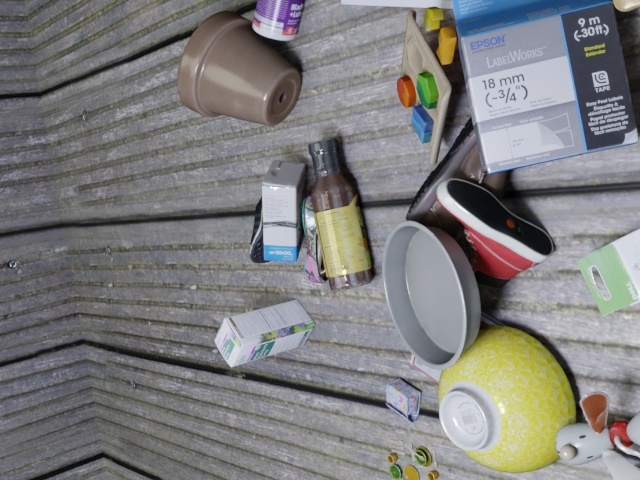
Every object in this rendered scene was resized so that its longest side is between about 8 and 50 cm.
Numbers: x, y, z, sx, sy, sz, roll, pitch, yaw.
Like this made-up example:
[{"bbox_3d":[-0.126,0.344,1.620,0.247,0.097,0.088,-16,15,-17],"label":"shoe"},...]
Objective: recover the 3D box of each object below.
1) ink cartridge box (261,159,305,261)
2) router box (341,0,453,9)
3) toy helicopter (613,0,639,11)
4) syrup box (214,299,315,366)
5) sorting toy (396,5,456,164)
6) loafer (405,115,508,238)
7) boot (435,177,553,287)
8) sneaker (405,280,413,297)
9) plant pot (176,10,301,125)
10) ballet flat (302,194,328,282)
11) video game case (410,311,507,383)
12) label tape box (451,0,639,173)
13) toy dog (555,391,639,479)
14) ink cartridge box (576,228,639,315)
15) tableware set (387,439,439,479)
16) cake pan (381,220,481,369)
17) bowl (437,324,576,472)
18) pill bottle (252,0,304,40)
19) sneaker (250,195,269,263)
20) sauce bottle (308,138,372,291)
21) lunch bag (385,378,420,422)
[{"bbox_3d":[-0.087,-0.072,1.893,0.085,0.148,0.203,5,120,6],"label":"ink cartridge box"},{"bbox_3d":[0.184,-0.610,1.469,0.301,0.082,0.336,16,113,37],"label":"router box"},{"bbox_3d":[0.548,-0.362,1.135,0.235,0.140,0.355,-12,102,42],"label":"toy helicopter"},{"bbox_3d":[-0.141,0.234,2.000,0.096,0.236,0.093,51,133,28],"label":"syrup box"},{"bbox_3d":[0.190,-0.315,1.468,0.307,0.041,0.229,89,167,-59],"label":"sorting toy"},{"bbox_3d":[0.303,-0.143,1.483,0.130,0.134,0.366,32,132,-3],"label":"loafer"},{"bbox_3d":[0.284,-0.003,1.469,0.244,0.088,0.176,33,140,-11],"label":"boot"},{"bbox_3d":[0.246,0.072,1.628,0.073,0.063,0.162,44,122,26],"label":"sneaker"},{"bbox_3d":[-0.179,-0.388,1.899,0.229,0.263,0.263,32,124,21],"label":"plant pot"},{"bbox_3d":[0.000,0.000,1.906,0.079,0.077,0.222,11,109,30],"label":"ballet flat"},{"bbox_3d":[0.312,0.240,1.628,0.285,0.025,0.204,32,123,41],"label":"video game case"},{"bbox_3d":[0.354,-0.294,1.275,0.240,0.106,0.334,-12,92,10],"label":"label tape box"},{"bbox_3d":[0.525,0.322,1.264,0.220,0.161,0.334,52,126,22],"label":"toy dog"},{"bbox_3d":[0.535,0.036,1.277,0.209,0.062,0.109,-37,71,48],"label":"ink cartridge box"},{"bbox_3d":[0.212,0.525,1.826,0.154,0.024,0.104,-1,99,50],"label":"tableware set"},{"bbox_3d":[0.213,0.101,1.513,0.293,0.054,0.293,44,140,52],"label":"cake pan"},{"bbox_3d":[0.320,0.321,1.499,0.289,0.156,0.290,17,113,47],"label":"bowl"},{"bbox_3d":[-0.088,-0.574,1.820,0.108,0.108,0.194,42,130,35],"label":"pill bottle"},{"bbox_3d":[-0.134,-0.048,2.062,0.097,0.084,0.235,-112,34,-50],"label":"sneaker"},{"bbox_3d":[0.039,-0.060,1.805,0.111,0.111,0.345,-8,94,51],"label":"sauce bottle"},{"bbox_3d":[0.187,0.371,1.792,0.071,0.053,0.083,30,131,43],"label":"lunch bag"}]
